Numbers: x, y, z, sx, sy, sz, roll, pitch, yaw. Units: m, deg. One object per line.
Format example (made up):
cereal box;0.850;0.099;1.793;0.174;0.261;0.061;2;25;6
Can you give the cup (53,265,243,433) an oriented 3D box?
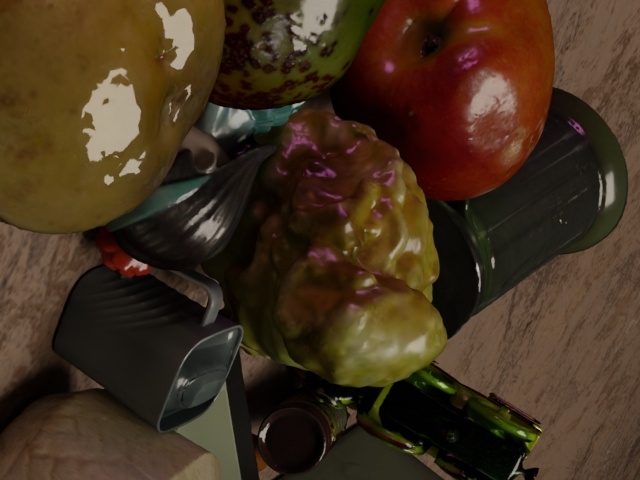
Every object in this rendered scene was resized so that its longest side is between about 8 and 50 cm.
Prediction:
cup;-0.136;0.073;1.620;0.095;0.129;0.128;-23;140;-58

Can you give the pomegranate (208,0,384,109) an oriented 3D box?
pomegranate;-0.069;-0.202;1.337;0.248;0.214;0.214;15;109;-35

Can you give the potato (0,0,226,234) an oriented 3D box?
potato;-0.168;-0.126;1.159;0.285;0.243;0.242;-55;160;-15

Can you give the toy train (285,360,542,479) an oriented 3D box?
toy train;0.101;0.174;2.097;0.100;0.296;0.160;-59;175;5

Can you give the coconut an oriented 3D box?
coconut;-0.177;0.240;1.635;0.202;0.222;0.202;-52;163;-22

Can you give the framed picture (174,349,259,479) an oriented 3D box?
framed picture;-0.131;0.300;1.888;0.265;0.016;0.347;-31;118;-51

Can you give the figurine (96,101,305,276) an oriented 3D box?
figurine;-0.085;-0.079;1.567;0.245;0.110;0.138;-57;179;-20

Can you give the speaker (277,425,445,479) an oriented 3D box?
speaker;0.009;0.386;2.315;0.406;0.184;0.183;-28;143;-53

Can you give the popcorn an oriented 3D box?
popcorn;0.000;0.000;1.660;0.174;0.286;0.225;-8;98;-21

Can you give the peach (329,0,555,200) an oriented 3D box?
peach;0.114;-0.155;1.769;0.243;0.200;0.243;19;90;-74

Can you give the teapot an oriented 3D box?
teapot;0.147;-0.005;2.086;0.337;0.200;0.270;-31;161;-48

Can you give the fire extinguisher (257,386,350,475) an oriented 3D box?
fire extinguisher;-0.023;0.207;2.143;0.106;0.075;0.252;-40;178;9

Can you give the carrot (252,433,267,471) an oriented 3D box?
carrot;-0.102;0.207;2.018;0.043;0.043;0.248;-57;157;-3
